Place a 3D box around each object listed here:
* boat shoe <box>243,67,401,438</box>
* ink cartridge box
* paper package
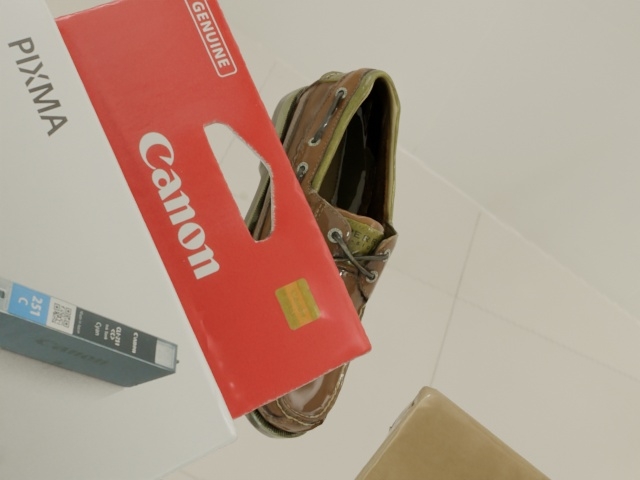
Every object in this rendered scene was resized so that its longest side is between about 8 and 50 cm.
[{"bbox_3d":[0.000,0.000,0.670,0.110,0.104,0.307,19,67,-39],"label":"boat shoe"},{"bbox_3d":[-0.121,-0.012,0.515,0.261,0.066,0.296,-24,89,-22],"label":"ink cartridge box"},{"bbox_3d":[0.154,0.396,1.001,0.325,0.168,0.309,37,51,12],"label":"paper package"}]
